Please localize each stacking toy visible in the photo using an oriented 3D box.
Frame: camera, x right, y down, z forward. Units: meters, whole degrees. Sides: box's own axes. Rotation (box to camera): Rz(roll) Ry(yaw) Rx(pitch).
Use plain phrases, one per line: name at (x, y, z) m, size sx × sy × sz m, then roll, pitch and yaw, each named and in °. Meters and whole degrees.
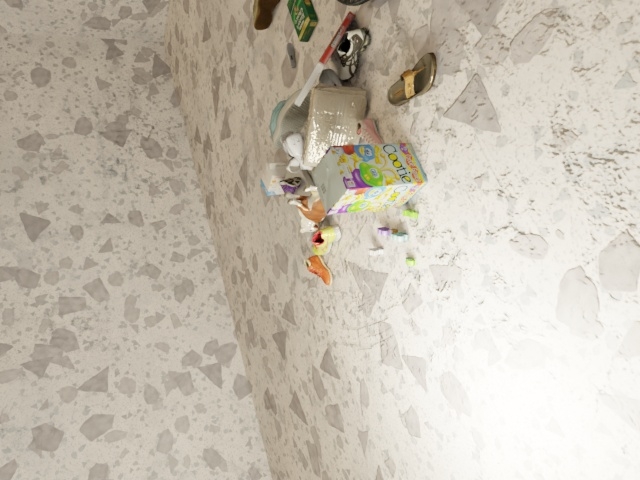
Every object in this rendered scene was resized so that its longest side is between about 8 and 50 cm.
stacking toy at (0.222, -0.021, 1.473) m, size 0.221 × 0.052 × 0.167 m, roll 21°, pitch 117°, yaw 58°

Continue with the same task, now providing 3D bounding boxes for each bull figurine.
bull figurine at (-0.019, -0.143, 1.733) m, size 0.310 × 0.188 × 0.101 m, roll -39°, pitch 39°, yaw 39°

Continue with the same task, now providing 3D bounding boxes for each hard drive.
hard drive at (-0.073, -0.178, 1.988) m, size 0.308 × 0.040 × 0.203 m, roll 65°, pitch 148°, yaw 28°

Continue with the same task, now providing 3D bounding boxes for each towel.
towel at (0.044, -0.372, 1.551) m, size 0.049 × 0.187 × 0.282 m, roll -110°, pitch 26°, yaw -53°

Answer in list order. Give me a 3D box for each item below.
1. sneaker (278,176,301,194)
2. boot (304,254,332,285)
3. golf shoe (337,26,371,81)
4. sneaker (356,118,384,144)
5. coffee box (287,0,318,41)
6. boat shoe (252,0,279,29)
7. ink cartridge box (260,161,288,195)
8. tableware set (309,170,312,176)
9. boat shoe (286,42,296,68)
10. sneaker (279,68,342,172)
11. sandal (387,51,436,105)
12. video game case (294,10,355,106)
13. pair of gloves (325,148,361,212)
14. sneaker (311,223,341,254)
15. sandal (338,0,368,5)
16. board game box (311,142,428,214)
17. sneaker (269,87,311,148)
sneaker at (-0.119, -0.226, 1.970) m, size 0.170 × 0.068 × 0.071 m, roll 14°, pitch 126°, yaw 69°
boot at (-0.009, 0.127, 1.915) m, size 0.158 × 0.084 × 0.059 m, roll 57°, pitch 142°, yaw 34°
golf shoe at (0.083, -0.602, 1.517) m, size 0.077 × 0.093 × 0.198 m, roll 66°, pitch 150°, yaw 24°
sneaker at (0.153, -0.327, 1.491) m, size 0.051 × 0.070 × 0.134 m, roll -41°, pitch 63°, yaw 56°
coffee box at (-0.070, -0.865, 1.778) m, size 0.113 × 0.040 × 0.184 m, roll -42°, pitch 61°, yaw 58°
boat shoe at (-0.237, -1.020, 1.976) m, size 0.285 × 0.104 × 0.089 m, roll -41°, pitch 65°, yaw 59°
ink cartridge box at (-0.206, -0.290, 2.147) m, size 0.090 × 0.092 × 0.143 m, roll 62°, pitch 147°, yaw 30°
tableware set at (-0.058, -0.367, 1.904) m, size 0.128 × 0.039 × 0.194 m, roll -55°, pitch 51°, yaw 53°
boat shoe at (-0.126, -0.757, 1.923) m, size 0.035 × 0.035 × 0.100 m, roll 2°, pitch 106°, yaw 59°
sneaker at (-0.030, -0.408, 1.640) m, size 0.137 × 0.210 × 0.366 m, roll -139°, pitch 45°, yaw -68°
sandal at (0.243, -0.440, 1.299) m, size 0.219 × 0.060 × 0.090 m, roll -14°, pitch 85°, yaw 62°
video game case at (0.012, -0.593, 1.531) m, size 0.204 × 0.025 × 0.285 m, roll -41°, pitch 21°, yaw 58°
pair of gloves at (0.090, -0.190, 1.508) m, size 0.042 × 0.240 × 0.204 m, roll -11°, pitch 88°, yaw 27°
sneaker at (0.000, 0.000, 1.847) m, size 0.082 × 0.094 × 0.208 m, roll 68°, pitch 151°, yaw 20°
sandal at (0.199, -0.770, 1.265) m, size 0.445 × 0.107 × 0.168 m, roll -9°, pitch 89°, yaw 49°
board game box at (0.140, -0.179, 1.337) m, size 0.142 × 0.275 × 0.144 m, roll -48°, pitch 56°, yaw 54°
sneaker at (-0.138, -0.525, 1.907) m, size 0.366 × 0.135 × 0.150 m, roll -42°, pitch 65°, yaw 57°
